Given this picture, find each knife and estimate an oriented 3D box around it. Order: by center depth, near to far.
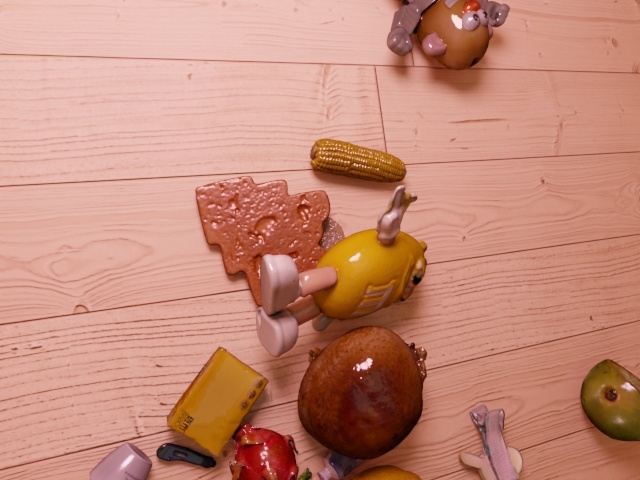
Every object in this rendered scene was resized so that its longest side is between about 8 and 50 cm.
[{"bbox_3d":[-0.259,0.422,0.846,0.121,0.018,0.031,26,70,-15],"label":"knife"}]

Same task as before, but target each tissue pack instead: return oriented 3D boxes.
[{"bbox_3d":[-0.198,0.307,0.843,0.120,0.082,0.169,39,75,-10],"label":"tissue pack"}]

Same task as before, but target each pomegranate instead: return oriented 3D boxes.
[{"bbox_3d":[0.770,0.415,1.131,0.190,0.241,0.159,36,111,10],"label":"pomegranate"}]

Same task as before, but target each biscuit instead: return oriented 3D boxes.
[{"bbox_3d":[-0.125,-0.027,0.915,0.306,0.043,0.284,33,83,-8],"label":"biscuit"},{"bbox_3d":[0.000,0.000,0.973,0.120,0.015,0.120,2,85,-18],"label":"biscuit"}]

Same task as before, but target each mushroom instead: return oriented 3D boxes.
[{"bbox_3d":[0.103,0.303,0.877,0.283,0.195,0.263,-31,101,-26],"label":"mushroom"}]

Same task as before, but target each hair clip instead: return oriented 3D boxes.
[{"bbox_3d":[0.410,0.512,1.036,0.159,0.071,0.218,-13,84,-16],"label":"hair clip"}]

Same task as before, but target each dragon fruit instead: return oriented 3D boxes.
[{"bbox_3d":[-0.107,0.430,0.842,0.133,0.136,0.166,-32,76,-9],"label":"dragon fruit"}]

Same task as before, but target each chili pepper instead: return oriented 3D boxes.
[{"bbox_3d":[-0.053,0.511,0.907,0.083,0.022,0.027,-31,128,-19],"label":"chili pepper"}]

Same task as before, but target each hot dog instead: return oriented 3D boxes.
[{"bbox_3d":[0.010,0.264,0.949,0.083,0.021,0.037,30,75,-15],"label":"hot dog"}]

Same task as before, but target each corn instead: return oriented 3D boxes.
[{"bbox_3d":[0.087,-0.179,0.988,0.231,0.080,0.080,6,83,-20],"label":"corn"}]

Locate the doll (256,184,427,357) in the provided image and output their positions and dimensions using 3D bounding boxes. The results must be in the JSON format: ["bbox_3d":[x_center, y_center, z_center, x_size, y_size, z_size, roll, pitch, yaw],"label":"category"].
[{"bbox_3d":[0.054,0.064,0.845,0.423,0.348,0.161,-34,61,-10],"label":"doll"}]

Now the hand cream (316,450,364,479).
[{"bbox_3d":[0.055,0.465,0.935,0.142,0.053,0.084,-30,94,-29],"label":"hand cream"}]

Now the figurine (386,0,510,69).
[{"bbox_3d":[0.296,-0.541,1.038,0.342,0.167,0.285,-24,85,2],"label":"figurine"}]

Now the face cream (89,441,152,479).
[{"bbox_3d":[-0.358,0.421,0.776,0.091,0.091,0.095,44,66,-10],"label":"face cream"}]

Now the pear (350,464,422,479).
[{"bbox_3d":[0.137,0.558,0.871,0.209,0.209,0.209,2,84,-18],"label":"pear"}]
